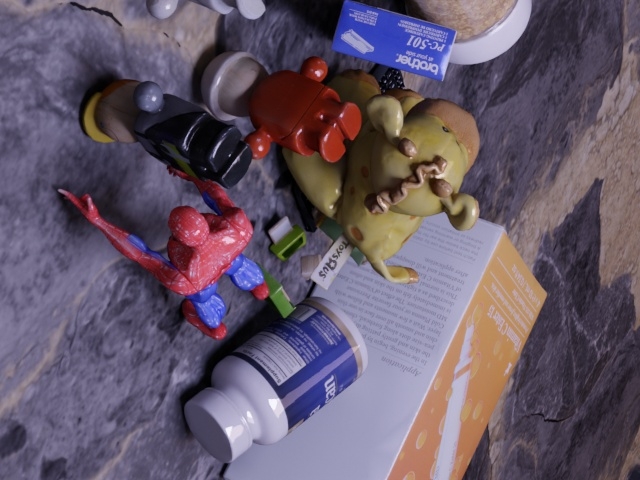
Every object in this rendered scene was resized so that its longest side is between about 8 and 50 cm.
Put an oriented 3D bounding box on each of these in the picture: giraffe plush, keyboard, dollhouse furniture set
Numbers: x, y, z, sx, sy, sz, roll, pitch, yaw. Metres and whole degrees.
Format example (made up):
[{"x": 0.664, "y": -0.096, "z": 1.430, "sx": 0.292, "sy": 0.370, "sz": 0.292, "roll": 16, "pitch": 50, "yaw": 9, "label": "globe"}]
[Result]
[{"x": 0.071, "y": -0.068, "z": 1.292, "sx": 0.170, "sy": 0.181, "sz": 0.210, "roll": -36, "pitch": -146, "yaw": 61, "label": "giraffe plush"}, {"x": 0.043, "y": -0.089, "z": 1.447, "sx": 0.192, "sy": 0.038, "sz": 0.100, "roll": -55, "pitch": 150, "yaw": -23, "label": "keyboard"}, {"x": 0.000, "y": 0.000, "z": 1.366, "sx": 0.151, "sy": 0.076, "sz": 0.058, "roll": -42, "pitch": 153, "yaw": -9, "label": "dollhouse furniture set"}]

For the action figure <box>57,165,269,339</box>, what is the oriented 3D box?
[{"x": -0.115, "y": -0.005, "z": 1.156, "sx": 0.091, "sy": 0.139, "sz": 0.280, "roll": -45, "pitch": 173, "yaw": -9, "label": "action figure"}]

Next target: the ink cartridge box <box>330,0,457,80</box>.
[{"x": 0.065, "y": -0.177, "z": 1.269, "sx": 0.207, "sy": 0.097, "sz": 0.046, "roll": -65, "pitch": 172, "yaw": -81, "label": "ink cartridge box"}]

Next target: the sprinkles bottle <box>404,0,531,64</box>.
[{"x": 0.097, "y": -0.291, "z": 1.309, "sx": 0.121, "sy": 0.121, "sz": 0.355, "roll": -63, "pitch": 152, "yaw": -11, "label": "sprinkles bottle"}]

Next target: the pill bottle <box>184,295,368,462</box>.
[{"x": -0.043, "y": 0.134, "z": 1.371, "sx": 0.169, "sy": 0.094, "sz": 0.094, "roll": -35, "pitch": 140, "yaw": -29, "label": "pill bottle"}]

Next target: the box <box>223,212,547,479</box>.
[{"x": 0.077, "y": 0.147, "z": 1.533, "sx": 0.345, "sy": 0.168, "sz": 0.215, "roll": -64, "pitch": 153, "yaw": -9, "label": "box"}]

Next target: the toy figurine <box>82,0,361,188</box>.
[{"x": -0.067, "y": -0.157, "z": 1.092, "sx": 0.209, "sy": 0.148, "sz": 0.213, "roll": -21, "pitch": 130, "yaw": -48, "label": "toy figurine"}]
